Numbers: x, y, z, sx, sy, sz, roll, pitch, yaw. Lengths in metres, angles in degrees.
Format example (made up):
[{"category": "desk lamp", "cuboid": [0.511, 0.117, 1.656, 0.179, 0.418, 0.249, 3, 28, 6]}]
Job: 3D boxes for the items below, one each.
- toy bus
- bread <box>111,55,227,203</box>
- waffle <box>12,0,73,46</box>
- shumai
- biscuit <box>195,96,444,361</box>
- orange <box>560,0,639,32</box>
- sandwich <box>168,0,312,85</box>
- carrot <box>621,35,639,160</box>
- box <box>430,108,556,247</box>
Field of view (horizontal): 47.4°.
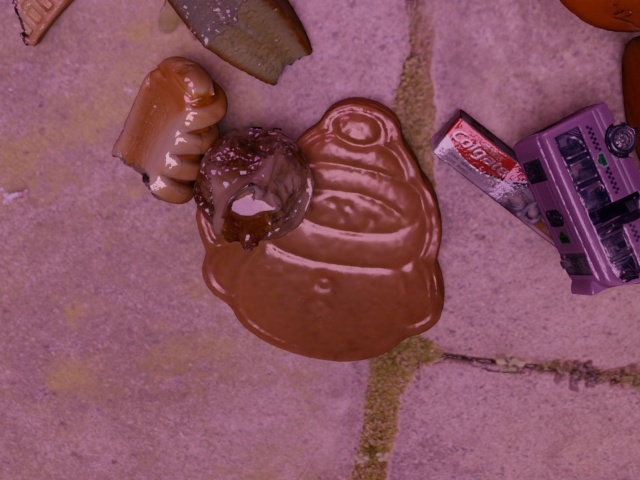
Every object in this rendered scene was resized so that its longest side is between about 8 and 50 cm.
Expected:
[{"category": "toy bus", "cuboid": [0.298, -0.041, 0.796, 0.108, 0.096, 0.199, -24, 91, -9]}, {"category": "bread", "cuboid": [-0.171, -0.124, 0.851, 0.119, 0.084, 0.177, 46, 118, 31]}, {"category": "waffle", "cuboid": [-0.359, -0.310, 0.835, 0.097, 0.023, 0.153, -38, 106, 20]}, {"category": "shumai", "cuboid": [-0.079, -0.052, 0.806, 0.145, 0.116, 0.146, 3, 107, 10]}, {"category": "biscuit", "cuboid": [0.000, 0.000, 0.914, 0.311, 0.057, 0.352, 0, 115, 6]}, {"category": "orange", "cuboid": [0.296, -0.308, 0.636, 0.239, 0.240, 0.240, 3, 115, 6]}, {"category": "sandwich", "cuboid": [-0.111, -0.282, 0.780, 0.094, 0.096, 0.258, -32, 104, 25]}, {"category": "carrot", "cuboid": [0.477, -0.097, 0.724, 0.330, 0.193, 0.215, 1, 83, 4]}, {"category": "box", "cuboid": [0.230, -0.066, 0.860, 0.218, 0.040, 0.055, 37, 115, -10]}]
